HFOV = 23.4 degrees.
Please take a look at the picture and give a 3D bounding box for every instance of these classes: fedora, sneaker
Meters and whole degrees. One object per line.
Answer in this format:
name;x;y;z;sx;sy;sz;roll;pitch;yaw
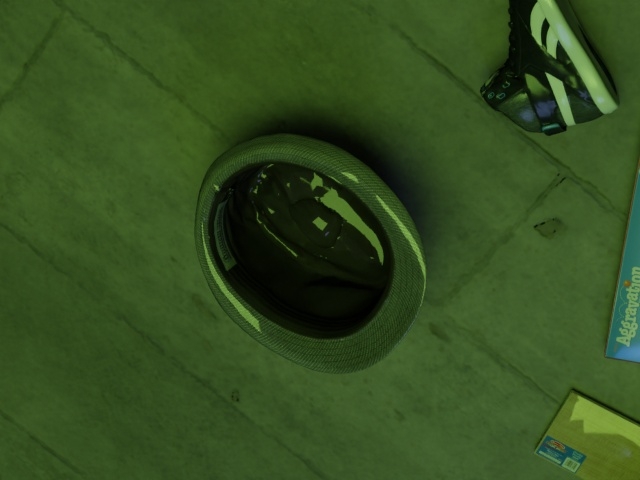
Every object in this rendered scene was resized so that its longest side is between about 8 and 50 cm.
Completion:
fedora;0.000;0.000;1.671;0.275;0.124;0.243;32;116;9
sneaker;0.200;-0.198;1.554;0.121;0.079;0.217;-26;106;22

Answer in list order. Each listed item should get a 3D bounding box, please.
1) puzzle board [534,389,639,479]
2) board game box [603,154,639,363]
puzzle board;0.321;0.235;1.756;0.128;0.011;0.096;27;119;2
board game box;0.392;0.009;1.626;0.145;0.027;0.281;10;116;9
